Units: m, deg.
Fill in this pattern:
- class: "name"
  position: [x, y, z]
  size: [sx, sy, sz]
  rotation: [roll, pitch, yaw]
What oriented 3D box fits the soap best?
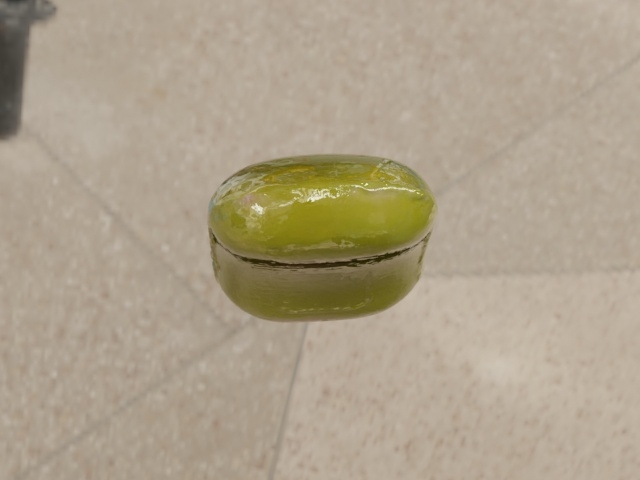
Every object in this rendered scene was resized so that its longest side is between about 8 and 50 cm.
- class: "soap"
  position: [0.000, -0.001, 0.706]
  size: [0.089, 0.140, 0.045]
  rotation: [0, 73, -1]
